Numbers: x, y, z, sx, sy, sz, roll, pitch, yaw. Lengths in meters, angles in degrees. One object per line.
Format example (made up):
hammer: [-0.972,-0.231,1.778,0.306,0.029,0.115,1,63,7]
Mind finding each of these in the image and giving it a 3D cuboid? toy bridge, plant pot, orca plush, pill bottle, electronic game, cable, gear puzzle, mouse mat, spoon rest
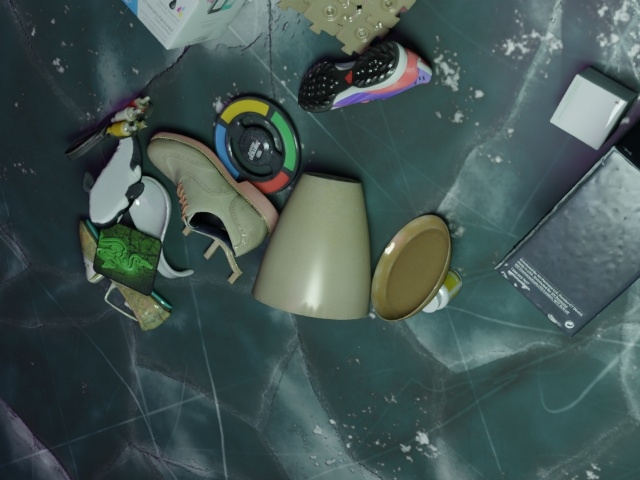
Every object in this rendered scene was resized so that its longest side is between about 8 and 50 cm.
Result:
toy bridge: [-0.260,0.018,2.110,0.188,0.026,0.063,46,123,8]
plant pot: [0.190,0.060,1.757,0.032,0.236,0.236,29,132,-27]
orca plush: [-0.489,-0.144,2.091,0.151,0.287,0.102,-7,152,2]
pill bottle: [0.243,0.104,1.780,0.065,0.116,0.065,12,115,27]
electronic game: [-0.143,-0.210,1.931,0.229,0.048,0.229,12,115,27]
cable: [-0.509,-0.278,2.068,0.287,0.139,0.072,-10,136,33]
gear puzzle: [0.002,-0.493,1.628,0.339,0.044,0.175,29,124,-25]
mouse mat: [-0.483,0.040,2.151,0.189,0.007,0.152,22,107,22]
plant pot: [0.000,0.000,1.830,0.256,0.256,0.274,14,101,26]
spoon rest: [-0.403,-0.028,2.144,0.137,0.084,0.276,-13,103,34]

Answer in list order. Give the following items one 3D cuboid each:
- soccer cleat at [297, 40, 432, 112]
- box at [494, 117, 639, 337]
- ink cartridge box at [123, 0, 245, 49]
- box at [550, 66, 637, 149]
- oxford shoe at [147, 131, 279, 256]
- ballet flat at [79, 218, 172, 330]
soccer cleat: [0.079,-0.311,1.725,0.318,0.116,0.108,-10,72,49]
box: [0.493,-0.034,1.458,0.183,0.296,0.294,43,126,10]
ink cartridge box: [-0.253,-0.566,1.758,0.198,0.197,0.270,47,126,6]
box: [0.479,-0.233,1.514,0.102,0.087,0.101,34,123,15]
oxford shoe: [-0.276,-0.112,1.961,0.397,0.146,0.140,35,151,25]
ballet flat: [-0.537,0.097,2.246,0.348,0.123,0.123,46,126,4]
